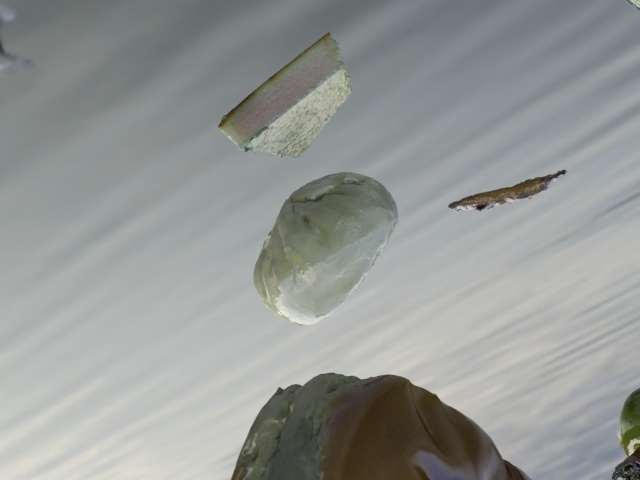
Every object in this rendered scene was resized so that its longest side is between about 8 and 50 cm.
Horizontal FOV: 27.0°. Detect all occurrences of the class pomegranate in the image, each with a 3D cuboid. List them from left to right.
[{"bbox_3d":[0.445,0.256,1.735,0.129,0.129,0.159,-36,-173,32],"label":"pomegranate"}]

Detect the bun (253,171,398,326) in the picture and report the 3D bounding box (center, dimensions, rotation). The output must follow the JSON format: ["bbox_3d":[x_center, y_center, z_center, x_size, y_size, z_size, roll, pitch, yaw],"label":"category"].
[{"bbox_3d":[0.000,0.000,1.990,0.259,0.160,0.259,-49,-170,12],"label":"bun"}]

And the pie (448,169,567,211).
[{"bbox_3d":[0.295,-0.073,2.092,0.191,0.033,0.088,-16,-178,8],"label":"pie"}]

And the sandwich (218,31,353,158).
[{"bbox_3d":[-0.027,-0.178,1.623,0.162,0.058,0.193,-51,166,15],"label":"sandwich"}]

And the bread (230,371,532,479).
[{"bbox_3d":[0.038,0.245,0.947,0.225,0.250,0.279,0,147,44],"label":"bread"}]

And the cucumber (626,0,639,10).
[{"bbox_3d":[0.414,-0.320,1.680,0.220,0.070,0.046,22,92,-41],"label":"cucumber"}]
